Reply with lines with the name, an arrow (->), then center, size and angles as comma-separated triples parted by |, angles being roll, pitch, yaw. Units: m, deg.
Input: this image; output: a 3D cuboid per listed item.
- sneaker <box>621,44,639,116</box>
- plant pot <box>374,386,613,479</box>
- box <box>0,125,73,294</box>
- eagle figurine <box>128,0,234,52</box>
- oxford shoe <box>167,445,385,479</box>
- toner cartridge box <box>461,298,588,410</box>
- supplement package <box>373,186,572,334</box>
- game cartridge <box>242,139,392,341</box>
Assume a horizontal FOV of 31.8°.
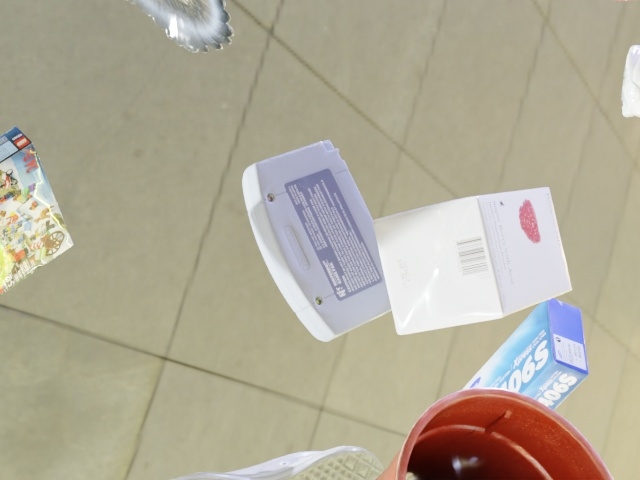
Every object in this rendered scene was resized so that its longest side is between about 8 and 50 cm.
sneaker -> 0.465, -0.210, 1.462 | 0.232, 0.115, 0.090 | -30, 125, -54
plant pot -> 0.139, 0.333, 1.190 | 0.272, 0.272, 0.265 | -48, 179, -40
box -> -0.440, -0.028, 1.539 | 0.159, 0.044, 0.233 | -38, 150, -21
eagle figurine -> -0.221, -0.409, 1.499 | 0.226, 0.298, 0.225 | 128, -23, -47
oxford shoe -> -0.114, 0.405, 1.642 | 0.449, 0.130, 0.169 | -11, 86, -28
toner cartridge box -> 0.351, 0.274, 2.042 | 0.348, 0.075, 0.165 | -57, -164, 38
supplement package -> 0.238, 0.025, 1.703 | 0.293, 0.175, 0.178 | -10, 87, -58
game cartridge -> 0.000, 0.000, 1.745 | 0.196, 0.060, 0.294 | -21, 84, -41
